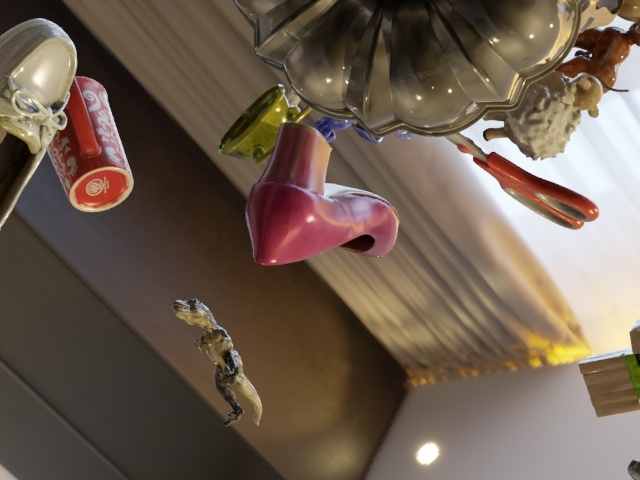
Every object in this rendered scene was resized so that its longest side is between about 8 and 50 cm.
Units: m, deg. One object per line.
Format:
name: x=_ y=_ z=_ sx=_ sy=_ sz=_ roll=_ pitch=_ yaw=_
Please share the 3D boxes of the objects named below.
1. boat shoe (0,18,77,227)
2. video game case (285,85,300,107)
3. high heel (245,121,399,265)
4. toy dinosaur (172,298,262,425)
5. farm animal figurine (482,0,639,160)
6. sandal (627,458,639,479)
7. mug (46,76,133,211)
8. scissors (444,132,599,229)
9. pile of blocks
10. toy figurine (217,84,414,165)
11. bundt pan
boat shoe: x=-0.338 y=-0.082 z=1.111 sx=0.103 sy=0.118 sz=0.320 roll=22 pitch=-107 yaw=30
video game case: x=0.005 y=-0.306 z=1.713 sx=0.193 sy=0.023 sz=0.212 roll=-53 pitch=-171 yaw=39
high heel: x=0.000 y=0.000 z=1.435 sx=0.127 sy=0.377 sz=0.181 roll=7 pitch=-108 yaw=28
toy dinosaur: x=-0.136 y=0.202 z=1.607 sx=0.064 sy=0.268 sz=0.118 roll=-23 pitch=-153 yaw=4
farm animal figurine: x=0.281 y=-0.287 z=1.136 sx=0.172 sy=0.330 sz=0.327 roll=4 pitch=-150 yaw=42
sandal: x=0.598 y=0.362 z=1.577 sx=0.120 sy=0.303 sz=0.086 roll=90 pitch=14 yaw=-77
mug: x=-0.338 y=-0.138 z=1.497 sx=0.113 sy=0.150 sz=0.169 roll=-32 pitch=-121 yaw=9
scissors: x=0.158 y=-0.086 z=1.107 sx=0.021 sy=0.297 sz=0.109 roll=-63 pitch=-170 yaw=-5
pile of blocks: x=0.623 y=0.178 z=1.910 sx=0.362 sy=0.149 sz=0.112 roll=-45 pitch=170 yaw=27
toy figurine: x=0.058 y=-0.189 z=1.501 sx=0.362 sy=0.217 sz=0.191 roll=-50 pitch=-147 yaw=-3
bundt pan: x=0.067 y=-0.239 z=0.886 sx=0.331 sy=0.331 sz=0.124 roll=-34 pitch=-176 yaw=17
